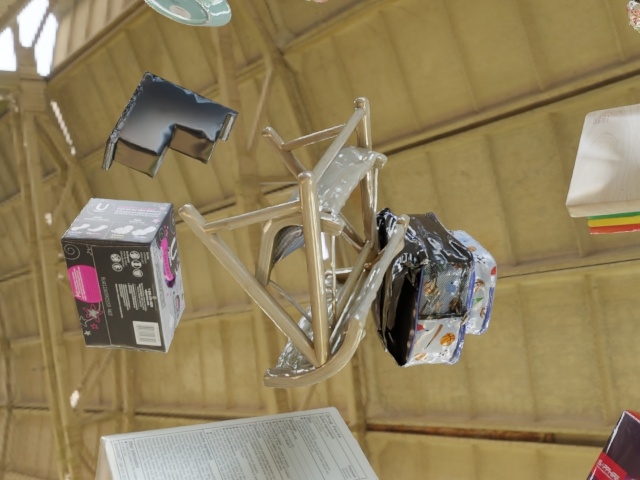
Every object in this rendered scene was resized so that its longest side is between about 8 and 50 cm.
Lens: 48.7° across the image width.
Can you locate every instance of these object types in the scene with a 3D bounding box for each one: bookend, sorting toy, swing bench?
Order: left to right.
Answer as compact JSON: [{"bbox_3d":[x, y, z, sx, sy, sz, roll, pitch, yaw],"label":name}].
[{"bbox_3d":[-0.228,-0.155,1.085,0.072,0.157,0.156,126,-17,-53],"label":"bookend"},{"bbox_3d":[0.000,0.000,0.861,0.165,0.253,0.254,-13,-66,25],"label":"swing bench"},{"bbox_3d":[0.539,-0.114,1.100,0.255,0.257,0.089,-5,-51,33],"label":"sorting toy"}]

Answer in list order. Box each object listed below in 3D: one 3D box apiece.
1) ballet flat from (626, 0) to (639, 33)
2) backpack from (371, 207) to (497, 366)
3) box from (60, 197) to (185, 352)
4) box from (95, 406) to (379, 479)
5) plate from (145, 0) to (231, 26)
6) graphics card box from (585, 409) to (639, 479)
[{"bbox_3d":[0.431,-0.256,0.831,0.091,0.241,0.077,23,-57,41],"label":"ballet flat"},{"bbox_3d":[0.195,0.098,1.319,0.276,0.213,0.263,-110,-151,-68],"label":"backpack"},{"bbox_3d":[-0.345,0.063,1.284,0.142,0.163,0.247,-81,173,-54],"label":"box"},{"bbox_3d":[-0.101,0.305,0.850,0.148,0.311,0.121,53,-45,50],"label":"box"},{"bbox_3d":[-0.240,-0.403,1.180,0.188,0.188,0.024,7,-106,47],"label":"plate"},{"bbox_3d":[0.491,0.483,1.120,0.371,0.094,0.233,-65,-167,7],"label":"graphics card box"}]
